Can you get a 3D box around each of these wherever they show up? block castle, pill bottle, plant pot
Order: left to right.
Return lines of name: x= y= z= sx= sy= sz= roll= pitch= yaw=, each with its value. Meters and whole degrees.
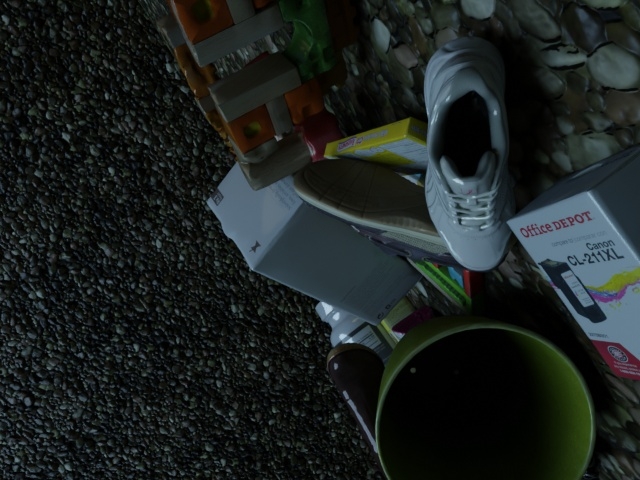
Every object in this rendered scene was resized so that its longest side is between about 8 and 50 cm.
block castle: x=-0.104 y=-0.317 z=0.656 sx=0.303 sy=0.212 sz=0.453 roll=54 pitch=169 yaw=38
pill bottle: x=0.158 y=0.283 z=1.326 sx=0.363 sy=0.210 sz=0.210 roll=54 pitch=170 yaw=16
plant pot: x=0.210 y=0.225 z=0.755 sx=0.275 sy=0.274 sz=0.293 roll=57 pitch=-176 yaw=-3

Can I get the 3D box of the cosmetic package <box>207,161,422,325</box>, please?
cosmetic package: x=0.000 y=0.000 z=0.926 sx=0.385 sy=0.156 sz=0.217 roll=32 pitch=-169 yaw=-48

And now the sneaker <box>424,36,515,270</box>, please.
sneaker: x=0.133 y=-0.057 z=0.453 sx=0.115 sy=0.090 sz=0.232 roll=-65 pitch=-36 yaw=-54

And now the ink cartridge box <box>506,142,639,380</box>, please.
ink cartridge box: x=0.253 y=0.025 z=0.396 sx=0.175 sy=0.072 sz=0.127 roll=55 pitch=171 yaw=4

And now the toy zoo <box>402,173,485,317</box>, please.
toy zoo: x=0.177 y=-0.016 z=0.770 sx=0.192 sy=0.030 sz=0.293 roll=48 pitch=167 yaw=41

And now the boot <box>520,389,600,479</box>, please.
boot: x=0.400 y=0.376 z=0.785 sx=0.263 sy=0.091 sz=0.229 roll=53 pitch=171 yaw=31

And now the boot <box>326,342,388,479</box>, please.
boot: x=0.100 y=0.300 z=0.797 sx=0.248 sy=0.090 sz=0.207 roll=59 pitch=-174 yaw=-38

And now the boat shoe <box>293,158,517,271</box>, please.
boat shoe: x=0.096 y=-0.026 z=0.619 sx=0.285 sy=0.103 sz=0.092 roll=16 pitch=141 yaw=18

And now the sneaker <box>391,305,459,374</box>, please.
sneaker: x=0.238 y=0.221 z=1.039 sx=0.111 sy=0.103 sz=0.252 roll=60 pitch=171 yaw=-13

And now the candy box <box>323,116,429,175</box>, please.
candy box: x=0.093 y=-0.110 z=0.617 sx=0.105 sy=0.027 sz=0.206 roll=13 pitch=177 yaw=-25

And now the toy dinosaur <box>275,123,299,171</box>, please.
toy dinosaur: x=-0.042 y=-0.187 z=1.062 sx=0.200 sy=0.127 sz=0.295 roll=50 pitch=159 yaw=-6

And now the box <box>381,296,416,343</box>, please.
box: x=0.204 y=0.203 z=1.210 sx=0.232 sy=0.087 sz=0.058 roll=52 pitch=172 yaw=18
